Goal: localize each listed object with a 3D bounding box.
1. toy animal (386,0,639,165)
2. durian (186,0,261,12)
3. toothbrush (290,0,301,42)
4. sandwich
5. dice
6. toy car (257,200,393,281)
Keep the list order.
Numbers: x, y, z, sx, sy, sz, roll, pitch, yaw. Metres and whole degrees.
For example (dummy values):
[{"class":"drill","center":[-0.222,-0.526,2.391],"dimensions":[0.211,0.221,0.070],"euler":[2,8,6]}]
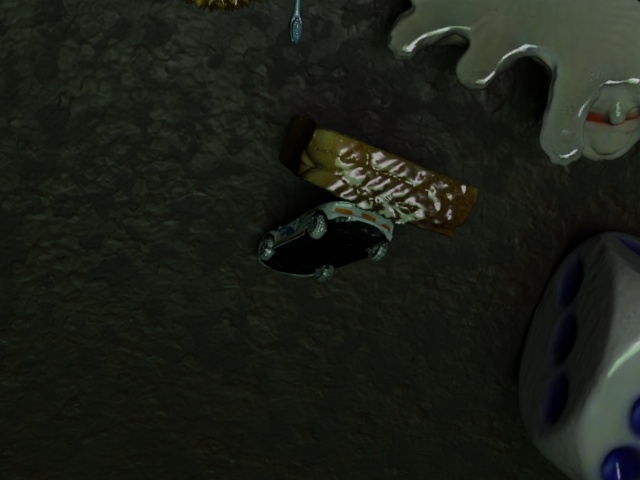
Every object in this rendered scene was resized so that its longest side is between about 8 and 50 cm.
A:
[{"class":"toy animal","center":[0.237,-0.200,1.145],"dimensions":[0.307,0.188,0.266],"euler":[-9,91,9]},{"class":"durian","center":[-0.106,-0.314,1.056],"dimensions":[0.168,0.137,0.158],"euler":[-9,91,-12]},{"class":"toothbrush","center":[-0.020,-0.314,1.125],"dimensions":[0.013,0.019,0.193],"euler":[3,109,-7]},{"class":"sandwich","center":[0.054,-0.073,1.120],"dimensions":[0.186,0.215,0.065],"euler":[22,97,-11]},{"class":"dice","center":[0.391,0.159,1.224],"dimensions":[0.243,0.251,0.259],"euler":[20,109,-9]},{"class":"toy car","center":[0.000,0.000,1.176],"dimensions":[0.095,0.205,0.056],"euler":[20,68,-26]}]
